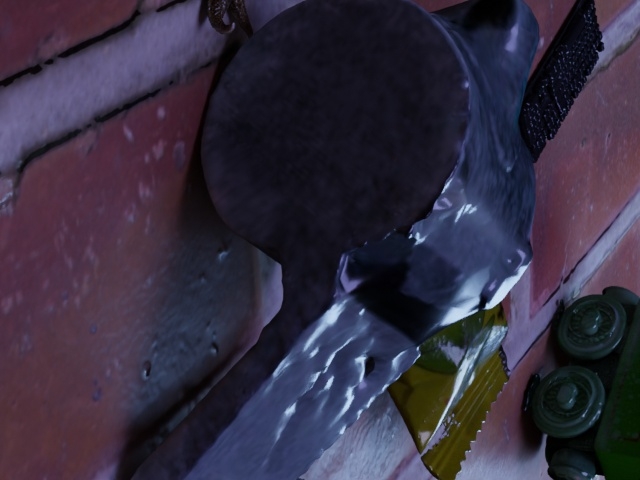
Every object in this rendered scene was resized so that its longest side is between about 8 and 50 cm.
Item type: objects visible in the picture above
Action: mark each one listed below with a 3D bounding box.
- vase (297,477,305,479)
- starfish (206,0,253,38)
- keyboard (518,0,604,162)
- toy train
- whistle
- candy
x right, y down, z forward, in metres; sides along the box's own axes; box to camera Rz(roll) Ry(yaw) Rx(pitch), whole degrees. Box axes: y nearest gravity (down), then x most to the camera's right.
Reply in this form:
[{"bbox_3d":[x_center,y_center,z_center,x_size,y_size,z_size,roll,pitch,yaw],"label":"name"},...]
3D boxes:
[{"bbox_3d":[0.040,0.229,1.267,0.081,0.149,0.081,7,90,-65],"label":"vase"},{"bbox_3d":[-0.050,-0.172,1.108,0.091,0.028,0.078,-17,118,-65],"label":"starfish"},{"bbox_3d":[0.246,-0.167,1.731,0.231,0.023,0.072,-55,141,-43],"label":"keyboard"},{"bbox_3d":[0.335,0.163,1.819,0.243,0.188,0.132,-66,149,-29],"label":"toy train"},{"bbox_3d":[0.021,0.019,1.122,0.168,0.188,0.405,39,62,-61],"label":"whistle"},{"bbox_3d":[0.096,0.043,1.419,0.187,0.081,0.297,-47,128,-47],"label":"candy"}]
